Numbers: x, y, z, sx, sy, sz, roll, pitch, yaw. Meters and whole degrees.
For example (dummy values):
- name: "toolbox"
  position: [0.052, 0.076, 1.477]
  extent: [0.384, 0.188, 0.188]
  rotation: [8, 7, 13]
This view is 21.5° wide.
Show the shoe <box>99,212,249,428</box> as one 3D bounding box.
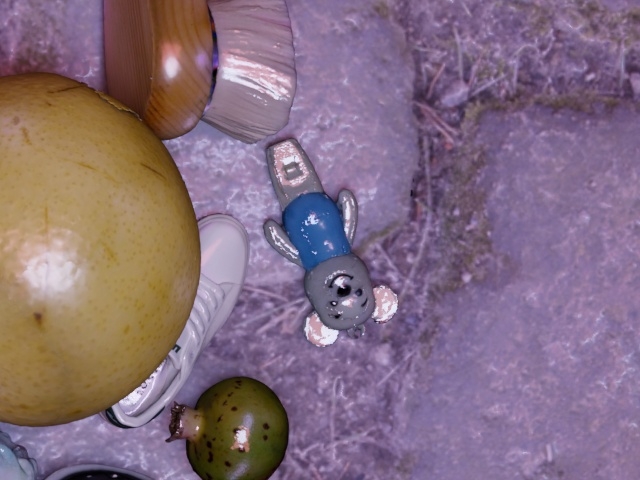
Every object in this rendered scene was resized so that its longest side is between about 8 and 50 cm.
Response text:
- name: "shoe"
  position: [-0.153, 0.094, 1.825]
  extent: [0.095, 0.110, 0.265]
  rotation: [30, 90, -10]

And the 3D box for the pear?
- name: "pear"
  position: [-0.283, 0.006, 1.679]
  extent: [0.348, 0.348, 0.348]
  rotation: [-1, 93, -11]

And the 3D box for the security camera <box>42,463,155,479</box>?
- name: "security camera"
  position: [-0.240, 0.347, 1.768]
  extent: [0.194, 0.194, 0.236]
  rotation: [36, 46, -11]

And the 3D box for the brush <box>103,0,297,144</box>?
- name: "brush"
  position: [-0.134, -0.234, 1.793]
  extent: [0.166, 0.174, 0.267]
  rotation: [-3, 76, -25]

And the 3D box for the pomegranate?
- name: "pomegranate"
  position: [-0.097, 0.210, 1.840]
  extent: [0.130, 0.130, 0.130]
  rotation: [-1, 93, -11]

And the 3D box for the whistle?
- name: "whistle"
  position: [0.000, 0.000, 1.868]
  extent: [0.114, 0.077, 0.236]
  rotation: [-22, 95, -3]

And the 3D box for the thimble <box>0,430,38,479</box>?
- name: "thimble"
  position: [-0.410, 0.233, 1.741]
  extent: [0.211, 0.185, 0.149]
  rotation: [36, 84, -4]
